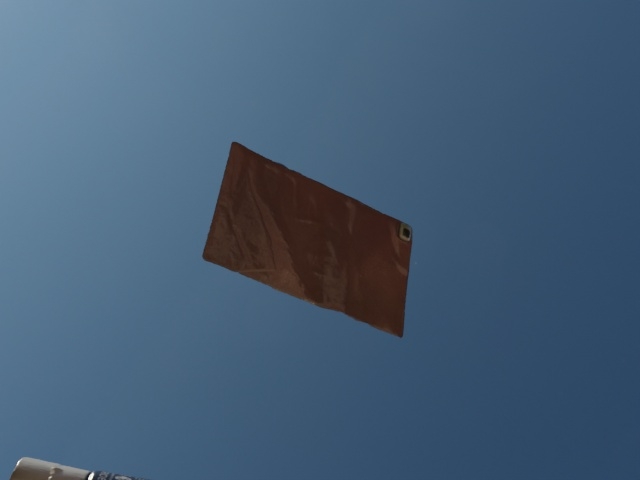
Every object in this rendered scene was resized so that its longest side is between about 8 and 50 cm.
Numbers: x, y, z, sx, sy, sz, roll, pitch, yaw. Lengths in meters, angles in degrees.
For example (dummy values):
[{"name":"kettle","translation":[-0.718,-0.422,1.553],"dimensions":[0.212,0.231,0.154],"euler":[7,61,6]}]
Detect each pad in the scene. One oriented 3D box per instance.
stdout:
[{"name":"pad","translation":[0.000,0.000,0.560],"dimensions":[0.187,0.006,0.113],"euler":[24,-122,-23]}]

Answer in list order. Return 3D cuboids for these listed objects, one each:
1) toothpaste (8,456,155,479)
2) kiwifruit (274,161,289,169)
[{"name":"toothpaste","translation":[-0.071,0.162,0.364],"dimensions":[0.193,0.045,0.071],"euler":[14,-134,-7]},{"name":"kiwifruit","translation":[-0.094,-0.090,1.095],"dimensions":[0.124,0.075,0.075],"euler":[-8,-94,47]}]
